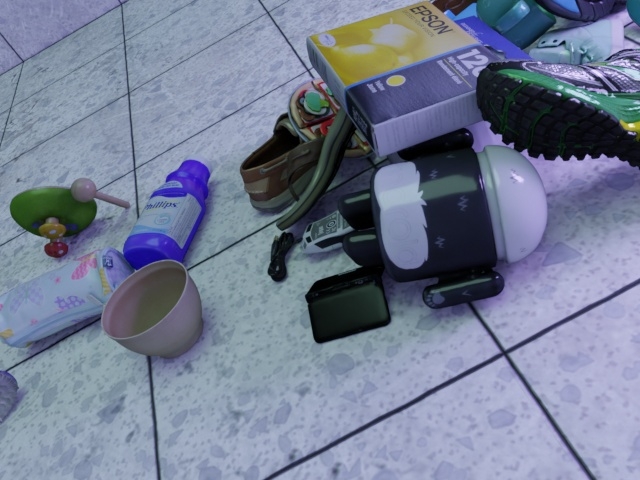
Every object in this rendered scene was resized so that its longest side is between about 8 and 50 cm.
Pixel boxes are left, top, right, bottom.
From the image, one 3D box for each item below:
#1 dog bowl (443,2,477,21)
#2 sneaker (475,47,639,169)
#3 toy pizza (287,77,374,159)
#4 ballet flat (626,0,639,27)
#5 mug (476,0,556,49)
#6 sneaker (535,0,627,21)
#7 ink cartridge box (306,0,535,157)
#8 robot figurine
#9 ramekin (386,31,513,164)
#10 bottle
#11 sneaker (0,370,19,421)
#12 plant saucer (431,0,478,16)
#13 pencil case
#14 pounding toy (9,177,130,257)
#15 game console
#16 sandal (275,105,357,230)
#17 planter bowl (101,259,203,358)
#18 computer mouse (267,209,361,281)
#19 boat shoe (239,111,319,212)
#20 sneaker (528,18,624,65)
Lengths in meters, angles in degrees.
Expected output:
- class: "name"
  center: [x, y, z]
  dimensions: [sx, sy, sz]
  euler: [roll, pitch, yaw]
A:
- class: "dog bowl"
  center: [0.366, -0.463, 1.324]
  dimensions: [0.297, 0.074, 0.166]
  euler: [-40, 39, -10]
- class: "sneaker"
  center: [0.372, -0.187, 0.867]
  dimensions: [0.344, 0.134, 0.146]
  euler: [9, 67, -9]
- class: "toy pizza"
  center: [0.036, -0.240, 1.232]
  dimensions: [0.201, 0.032, 0.201]
  euler: [9, 57, -15]
- class: "ballet flat"
  center: [0.619, -0.370, 1.074]
  dimensions: [0.073, 0.080, 0.232]
  euler: [-12, 36, -22]
- class: "mug"
  center: [0.334, -0.406, 1.149]
  dimensions: [0.097, 0.158, 0.129]
  euler: [-40, 64, 33]
- class: "sneaker"
  center: [0.460, -0.453, 1.165]
  dimensions: [0.341, 0.125, 0.140]
  euler: [-20, 16, -39]
- class: "ink cartridge box"
  center: [0.168, -0.275, 0.995]
  dimensions: [0.307, 0.072, 0.303]
  euler: [-22, 43, -5]
- class: "robot figurine"
  center: [0.170, -0.034, 0.902]
  dimensions: [0.278, 0.209, 0.173]
  euler: [-11, 22, 12]
- class: "ramekin"
  center: [0.222, -0.254, 1.143]
  dimensions: [0.277, 0.135, 0.277]
  euler: [-18, 40, 16]
- class: "bottle"
  center: [-0.294, -0.061, 1.308]
  dimensions: [0.118, 0.092, 0.282]
  euler: [-5, 45, 24]
- class: "sneaker"
  center: [-0.683, 0.317, 1.150]
  dimensions: [0.293, 0.102, 0.146]
  euler: [-41, 38, -11]
- class: "plant saucer"
  center: [0.308, -0.530, 1.471]
  dimensions: [0.169, 0.029, 0.168]
  euler: [-18, 40, 15]
- class: "pencil case"
  center: [-0.484, 0.113, 1.232]
  dimensions: [0.273, 0.113, 0.124]
  euler: [-21, 59, 12]
- class: "pounding toy"
  center: [-0.567, -0.037, 1.433]
  dimensions: [0.237, 0.183, 0.110]
  euler: [-16, 66, 13]
- class: "game console"
  center: [0.046, 0.092, 0.984]
  dimensions: [0.122, 0.071, 0.107]
  euler: [-17, 10, 16]
- class: "sandal"
  center: [-0.006, -0.155, 1.130]
  dimensions: [0.302, 0.086, 0.120]
  euler: [-64, -3, 12]
- class: "planter bowl"
  center: [-0.261, 0.127, 1.071]
  dimensions: [0.162, 0.109, 0.162]
  euler: [-18, 41, 17]
- class: "computer mouse"
  center: [0.000, 0.000, 1.093]
  dimensions: [0.193, 0.042, 0.106]
  euler: [-22, 34, 20]
- class: "boat shoe"
  center: [-0.031, -0.197, 1.262]
  dimensions: [0.123, 0.116, 0.324]
  euler: [17, 59, 44]
- class: "sneaker"
  center: [0.423, -0.281, 1.070]
  dimensions: [0.151, 0.094, 0.255]
  euler: [-2, 37, 24]
